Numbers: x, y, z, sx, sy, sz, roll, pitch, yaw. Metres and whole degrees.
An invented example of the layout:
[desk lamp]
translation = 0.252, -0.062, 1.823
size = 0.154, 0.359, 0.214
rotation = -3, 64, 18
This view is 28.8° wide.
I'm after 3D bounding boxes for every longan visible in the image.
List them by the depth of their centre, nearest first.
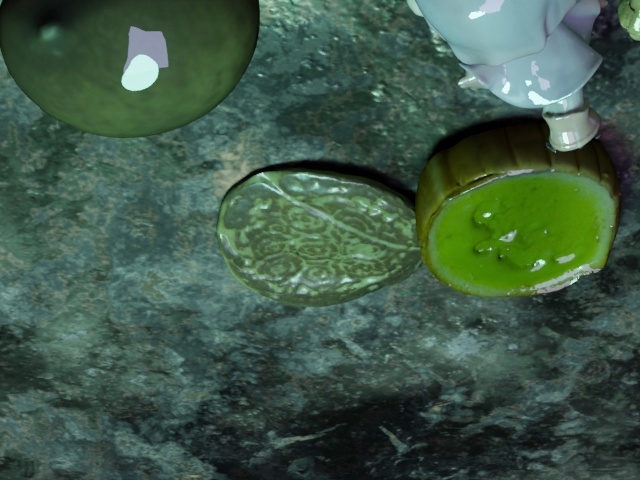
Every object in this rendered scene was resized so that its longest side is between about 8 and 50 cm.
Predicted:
[longan]
translation = -0.155, -0.181, 1.039
size = 0.220, 0.197, 0.196
rotation = -21, 139, 19

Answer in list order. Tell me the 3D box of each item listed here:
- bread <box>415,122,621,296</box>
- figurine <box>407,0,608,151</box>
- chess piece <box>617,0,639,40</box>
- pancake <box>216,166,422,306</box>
[bread]
translation = 0.211, -0.026, 1.323
size = 0.236, 0.070, 0.236
rotation = -4, 141, -4
[figurine]
translation = 0.165, -0.192, 1.060
size = 0.200, 0.133, 0.276
rotation = -2, 146, 34
[chess piece]
translation = 0.286, -0.236, 1.063
size = 0.060, 0.060, 0.172
rotation = -1, 147, 2
[pancake]
translation = 0.000, 0.001, 1.412
size = 0.250, 0.031, 0.250
rotation = 0, 143, 0
